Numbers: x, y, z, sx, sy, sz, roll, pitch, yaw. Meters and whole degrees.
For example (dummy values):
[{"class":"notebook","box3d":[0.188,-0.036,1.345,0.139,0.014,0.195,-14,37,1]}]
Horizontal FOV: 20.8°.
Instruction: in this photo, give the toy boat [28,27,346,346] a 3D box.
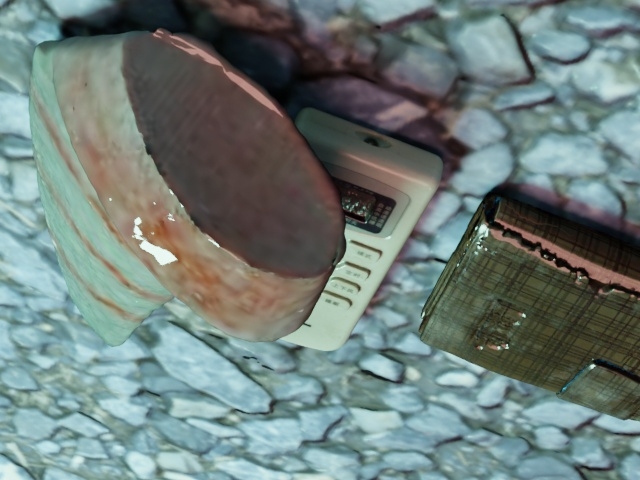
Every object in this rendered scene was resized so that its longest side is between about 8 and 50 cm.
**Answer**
[{"class":"toy boat","box3d":[-0.106,-0.011,0.990,0.206,0.096,0.282,45,153,-5]}]

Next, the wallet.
[{"class":"wallet","box3d":[0.180,0.054,0.996,0.230,0.042,0.124,19,139,-6]}]

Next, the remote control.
[{"class":"remote control","box3d":[0.000,0.000,1.003,0.088,0.029,0.190,21,142,-6]}]
